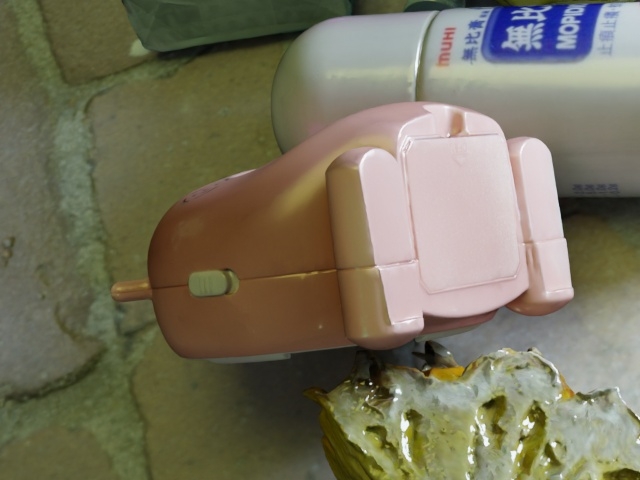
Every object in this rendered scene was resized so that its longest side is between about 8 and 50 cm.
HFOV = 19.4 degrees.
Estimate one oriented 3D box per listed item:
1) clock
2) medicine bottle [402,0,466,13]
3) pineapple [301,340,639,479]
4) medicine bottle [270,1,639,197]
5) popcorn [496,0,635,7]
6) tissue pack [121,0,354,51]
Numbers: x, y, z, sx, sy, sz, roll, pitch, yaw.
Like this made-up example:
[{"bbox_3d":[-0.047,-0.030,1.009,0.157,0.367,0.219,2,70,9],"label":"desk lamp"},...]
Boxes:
[{"bbox_3d":[0.000,0.000,1.165,0.241,0.227,0.142,-11,87,38],"label":"clock"},{"bbox_3d":[0.101,-0.238,1.422,0.051,0.051,0.191,1,56,20],"label":"medicine bottle"},{"bbox_3d":[0.102,0.148,1.098,0.236,0.114,0.186,7,57,20],"label":"pineapple"},{"bbox_3d":[0.131,-0.092,1.253,0.341,0.130,0.130,0,55,20],"label":"medicine bottle"},{"bbox_3d":[0.214,-0.266,1.306,0.286,0.215,0.252,-2,22,16],"label":"popcorn"},{"bbox_3d":[-0.052,-0.275,1.481,0.177,0.089,0.263,-6,51,14],"label":"tissue pack"}]
